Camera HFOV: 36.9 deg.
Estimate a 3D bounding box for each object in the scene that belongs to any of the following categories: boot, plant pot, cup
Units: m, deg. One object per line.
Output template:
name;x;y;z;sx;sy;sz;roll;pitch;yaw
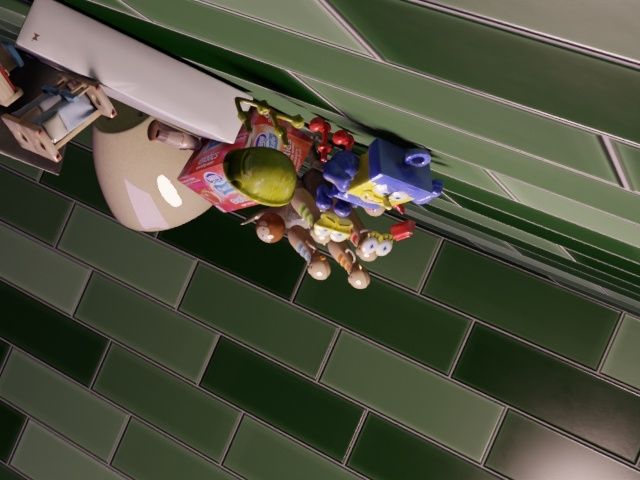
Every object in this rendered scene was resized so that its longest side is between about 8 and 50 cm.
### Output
boot;-0.277;-0.196;1.830;0.087;0.042;0.118;15;-168;-26
plant pot;-0.534;-0.238;1.646;0.187;0.167;0.188;25;179;33
cup;-0.380;-0.222;2.159;0.331;0.331;0.237;24;154;35

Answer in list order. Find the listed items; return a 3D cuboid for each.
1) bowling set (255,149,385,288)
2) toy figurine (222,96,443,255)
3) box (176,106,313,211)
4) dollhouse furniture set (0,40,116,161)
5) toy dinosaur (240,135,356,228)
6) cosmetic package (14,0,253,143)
bowling set;0.000;0.000;1.713;0.154;0.200;0.287;54;158;38
toy figurine;0.062;-0.124;1.434;0.363;0.191;0.217;21;153;-35
box;-0.144;-0.147;1.781;0.123;0.128;0.257;36;159;-23
dollhouse furniture set;-0.438;-0.241;1.497;0.129;0.129;0.183;22;149;43
toy dinosaur;-0.016;-0.094;1.844;0.160;0.314;0.121;63;-177;19
cosmetic package;-0.331;-0.288;1.655;0.377;0.097;0.284;24;-178;-21
